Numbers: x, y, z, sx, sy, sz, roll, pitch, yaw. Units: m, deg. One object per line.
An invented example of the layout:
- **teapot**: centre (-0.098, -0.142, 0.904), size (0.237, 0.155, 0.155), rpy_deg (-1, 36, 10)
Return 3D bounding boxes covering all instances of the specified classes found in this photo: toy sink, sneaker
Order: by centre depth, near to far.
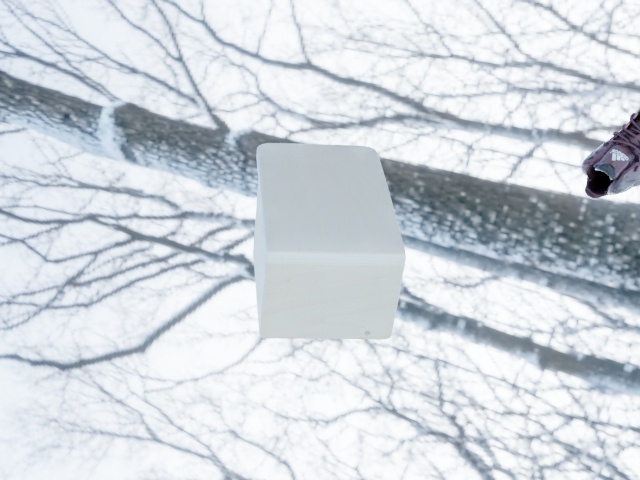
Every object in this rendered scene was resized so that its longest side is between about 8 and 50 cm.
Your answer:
- **toy sink**: centre (0.000, 0.000, 1.197), size (0.153, 0.234, 0.131), rpy_deg (1, -55, -9)
- **sneaker**: centre (0.461, -0.146, 1.414), size (0.163, 0.106, 0.281), rpy_deg (-30, -22, -36)
